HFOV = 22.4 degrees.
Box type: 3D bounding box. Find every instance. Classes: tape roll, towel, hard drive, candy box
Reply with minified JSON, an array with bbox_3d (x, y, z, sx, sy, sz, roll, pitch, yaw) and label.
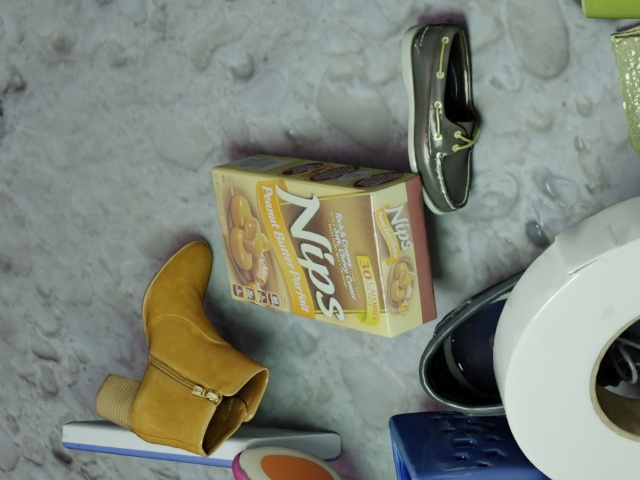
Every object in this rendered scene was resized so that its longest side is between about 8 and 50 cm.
[{"bbox_3d":[0.373,0.116,1.682,0.392,0.072,0.392,-4,127,-5],"label":"tape roll"},{"bbox_3d":[0.378,-0.166,1.758,0.110,0.027,0.148,-7,101,36],"label":"towel"},{"bbox_3d":[-0.162,0.274,2.192,0.318,0.210,0.040,0,87,36],"label":"hard drive"},{"bbox_3d":[0.000,0.000,2.005,0.316,0.087,0.183,11,115,50],"label":"candy box"}]

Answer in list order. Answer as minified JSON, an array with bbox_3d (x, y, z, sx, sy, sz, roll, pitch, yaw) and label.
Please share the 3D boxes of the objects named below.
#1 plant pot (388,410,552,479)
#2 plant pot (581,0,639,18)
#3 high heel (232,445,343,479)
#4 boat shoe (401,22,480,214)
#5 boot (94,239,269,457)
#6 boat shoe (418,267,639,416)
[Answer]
[{"bbox_3d":[0.210,0.327,1.911,0.212,0.236,0.236,-11,104,-2],"label":"plant pot"},{"bbox_3d":[0.421,-0.328,1.541,0.293,0.275,0.275,11,114,16],"label":"plant pot"},{"bbox_3d":[-0.004,0.400,2.080,0.377,0.127,0.181,37,124,-23],"label":"high heel"},{"bbox_3d":[0.148,-0.141,1.897,0.068,0.081,0.228,0,104,40],"label":"boat shoe"},{"bbox_3d":[-0.148,0.142,2.111,0.211,0.295,0.104,11,152,33],"label":"boot"},{"bbox_3d":[0.314,0.083,1.816,0.500,0.156,0.187,-25,89,38],"label":"boat shoe"}]
